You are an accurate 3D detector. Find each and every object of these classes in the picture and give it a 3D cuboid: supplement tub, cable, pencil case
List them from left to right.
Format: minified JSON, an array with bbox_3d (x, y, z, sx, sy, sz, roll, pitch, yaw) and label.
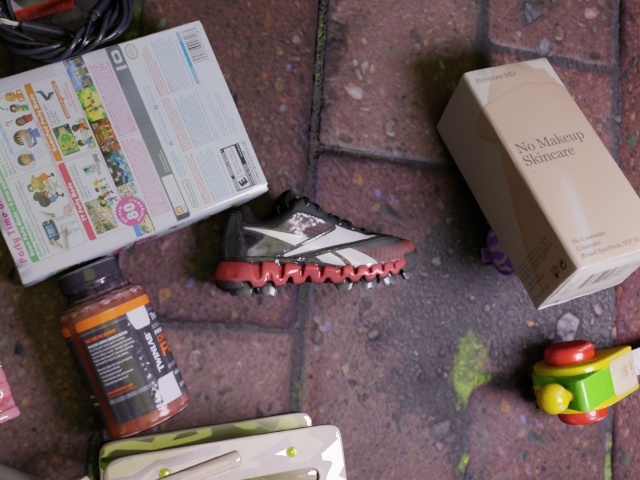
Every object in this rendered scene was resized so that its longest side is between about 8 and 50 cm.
[{"bbox_3d":[-0.291,-0.283,0.856,0.184,0.047,0.150,-35,78,-27],"label":"cable"},{"bbox_3d":[-0.235,0.122,0.870,0.106,0.106,0.197,-23,93,-19],"label":"supplement tub"},{"bbox_3d":[0.345,0.001,1.084,0.206,0.088,0.086,-5,90,-19],"label":"pencil case"}]

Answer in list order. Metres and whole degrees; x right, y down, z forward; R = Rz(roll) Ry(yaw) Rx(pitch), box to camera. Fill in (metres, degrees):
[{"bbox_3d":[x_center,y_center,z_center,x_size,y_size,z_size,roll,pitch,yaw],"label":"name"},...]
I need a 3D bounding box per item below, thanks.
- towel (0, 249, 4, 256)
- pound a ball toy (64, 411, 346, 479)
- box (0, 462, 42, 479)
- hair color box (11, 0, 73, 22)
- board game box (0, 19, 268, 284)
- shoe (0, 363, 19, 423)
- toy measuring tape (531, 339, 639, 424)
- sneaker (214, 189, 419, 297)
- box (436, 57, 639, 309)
[{"bbox_3d":[-0.419,0.002,0.870,0.060,0.009,0.083,-42,99,-18],"label":"towel"},{"bbox_3d":[-0.126,0.292,0.837,0.319,0.208,0.135,-5,86,-20],"label":"pound a ball toy"},{"bbox_3d":[-0.346,0.288,0.728,0.113,0.275,0.094,24,78,-14],"label":"box"},{"bbox_3d":[-0.378,-0.298,0.892,0.141,0.043,0.072,-25,94,-18],"label":"hair color box"},{"bbox_3d":[-0.247,-0.104,0.892,0.303,0.097,0.224,-23,92,-20],"label":"board game box"},{"bbox_3d":[-0.429,0.198,0.820,0.178,0.063,0.081,-25,88,-23],"label":"shoe"},{"bbox_3d":[0.405,0.190,1.100,0.330,0.121,0.121,-12,89,-42],"label":"toy measuring tape"},{"bbox_3d":[0.000,0.000,0.963,0.276,0.098,0.135,-2,88,-17],"label":"sneaker"},{"bbox_3d":[0.295,-0.082,0.995,0.148,0.121,0.311,-16,65,-19],"label":"box"}]
